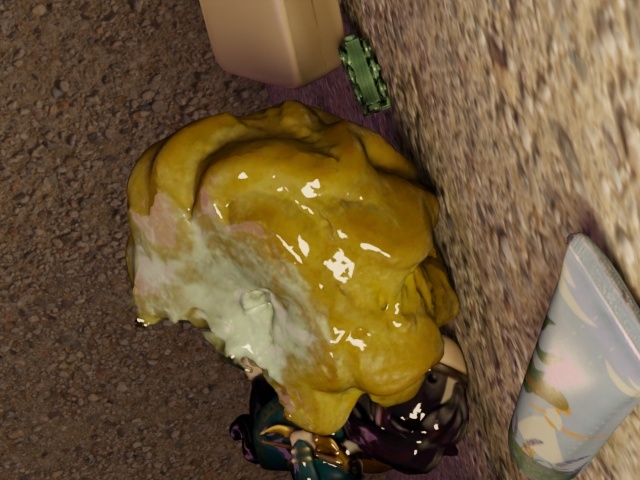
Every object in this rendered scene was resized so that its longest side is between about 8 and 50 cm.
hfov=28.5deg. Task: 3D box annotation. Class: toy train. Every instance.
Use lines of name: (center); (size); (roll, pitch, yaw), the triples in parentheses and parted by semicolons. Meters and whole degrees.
toy train: (0.042, -0.160, 1.234); (0.053, 0.033, 0.083); (62, -171, -78)

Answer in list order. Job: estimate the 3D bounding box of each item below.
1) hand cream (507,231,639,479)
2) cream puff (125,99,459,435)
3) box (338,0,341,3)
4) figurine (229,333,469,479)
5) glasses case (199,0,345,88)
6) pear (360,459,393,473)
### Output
hand cream: (0.150, 0.084, 0.733); (0.256, 0.055, 0.088); (92, 156, -63)
cream puff: (-0.004, -0.008, 1.169); (0.323, 0.270, 0.274); (35, 132, 7)
box: (-0.033, -0.331, 1.385); (0.229, 0.050, 0.123); (-115, 6, -63)
figurine: (0.016, 0.258, 1.301); (0.241, 0.306, 0.411); (59, -138, -56)
glasses case: (-0.071, -0.318, 1.227); (0.144, 0.076, 0.336); (21, 135, 42)
pear: (0.061, 0.182, 1.519); (0.200, 0.200, 0.200); (161, 90, -87)
